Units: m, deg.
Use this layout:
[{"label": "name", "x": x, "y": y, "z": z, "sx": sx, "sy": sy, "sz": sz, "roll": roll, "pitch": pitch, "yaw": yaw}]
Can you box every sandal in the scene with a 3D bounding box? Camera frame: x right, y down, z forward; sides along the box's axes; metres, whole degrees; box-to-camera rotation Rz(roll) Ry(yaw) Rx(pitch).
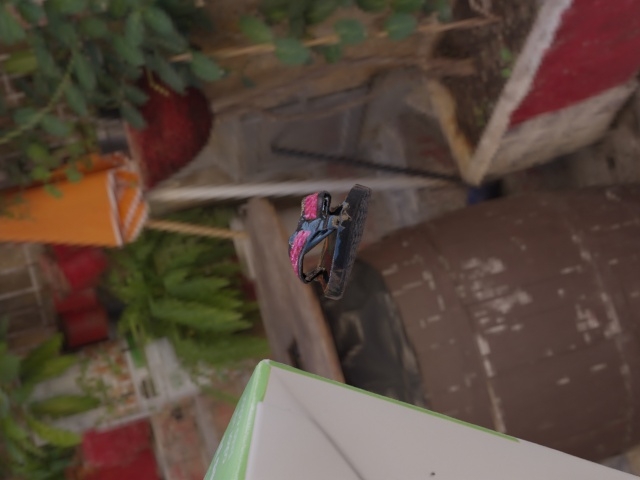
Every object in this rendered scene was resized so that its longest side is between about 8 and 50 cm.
[{"label": "sandal", "x": 0.000, "y": 0.000, "z": 0.776, "sx": 0.179, "sy": 0.040, "sz": 0.067, "roll": 144, "pitch": 144, "yaw": -84}]

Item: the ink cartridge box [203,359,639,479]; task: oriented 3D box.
[{"label": "ink cartridge box", "x": 0.006, "y": 0.236, "z": 0.559, "sx": 0.119, "sy": 0.207, "sz": 0.353, "roll": -82, "pitch": 13, "yaw": -53}]
